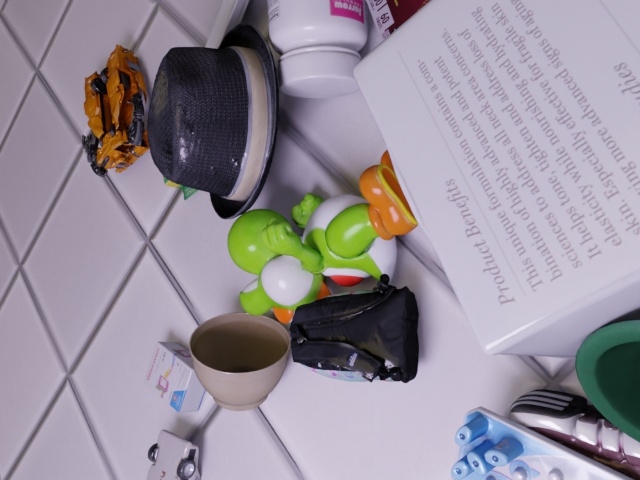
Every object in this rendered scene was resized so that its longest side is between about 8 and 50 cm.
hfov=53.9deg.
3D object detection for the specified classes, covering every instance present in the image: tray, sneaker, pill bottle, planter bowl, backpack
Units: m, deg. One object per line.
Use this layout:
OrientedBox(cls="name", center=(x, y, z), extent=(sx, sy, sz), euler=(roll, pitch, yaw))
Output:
OrientedBox(cls="tray", center=(-0.178, -0.435, 1.232), extent=(0.271, 0.030, 0.145), euler=(-67, 26, 8))
OrientedBox(cls="sneaker", center=(0.342, 0.268, 0.672), extent=(0.281, 0.106, 0.163), euler=(6, 99, 41))
OrientedBox(cls="pill bottle", center=(-0.005, -0.384, 1.011), extent=(0.160, 0.160, 0.283), euler=(-3, 89, 39))
OrientedBox(cls="planter bowl", center=(-0.132, 0.208, 1.032), extent=(0.162, 0.162, 0.109), euler=(29, 126, 39))
OrientedBox(cls="backpack", center=(0.048, 0.142, 0.904), extent=(0.181, 0.115, 0.152), euler=(-8, 59, 25))

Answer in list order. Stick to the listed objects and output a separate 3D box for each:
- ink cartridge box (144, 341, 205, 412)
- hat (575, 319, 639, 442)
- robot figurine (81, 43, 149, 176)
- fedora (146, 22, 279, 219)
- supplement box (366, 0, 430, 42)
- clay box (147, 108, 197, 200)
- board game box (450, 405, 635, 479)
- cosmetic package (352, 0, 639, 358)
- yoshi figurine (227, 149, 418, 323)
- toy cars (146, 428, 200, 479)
OrientedBox(cls="ink cartridge box", center=(-0.271, 0.256, 1.189), extent=(0.122, 0.052, 0.089), euler=(25, 98, 41))
OrientedBox(cls="hat", center=(0.364, 0.090, 0.592), extent=(0.173, 0.208, 0.183), euler=(-21, 24, 52))
OrientedBox(cls="robot figurine", center=(-0.457, -0.285, 1.421), extent=(0.211, 0.085, 0.291), euler=(-30, 63, 32))
OrientedBox(cls="fedora", center=(-0.194, -0.204, 1.042), extent=(0.334, 0.152, 0.334), euler=(-7, 82, 58))
OrientedBox(cls="supplement box", center=(0.191, -0.369, 0.915), extent=(0.239, 0.073, 0.130), euler=(-30, 64, 31))
OrientedBox(cls="clay box", center=(-0.276, -0.206, 1.278), extent=(0.127, 0.053, 0.222), euler=(-33, 62, 28))
OrientedBox(cls="board game box", center=(0.277, 0.429, 0.648), extent=(0.389, 0.050, 0.390), euler=(20, 108, 38))
OrientedBox(cls="cosmetic package", center=(0.312, -0.115, 0.604), extent=(0.393, 0.327, 0.330), euler=(-35, 61, 29))
OrientedBox(cls="yoshi figurine", center=(-0.019, -0.019, 0.959), extent=(0.362, 0.203, 0.203), euler=(-36, 46, 32))
OrientedBox(cls="toy cars", center=(-0.231, 0.529, 1.089), extent=(0.176, 0.087, 0.394), euler=(-34, 59, 24))
